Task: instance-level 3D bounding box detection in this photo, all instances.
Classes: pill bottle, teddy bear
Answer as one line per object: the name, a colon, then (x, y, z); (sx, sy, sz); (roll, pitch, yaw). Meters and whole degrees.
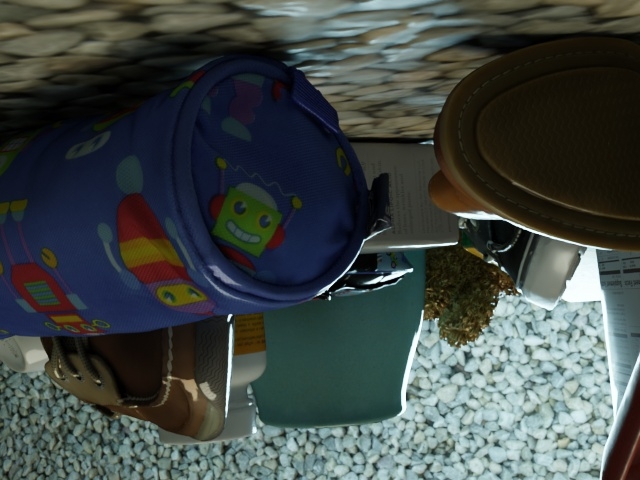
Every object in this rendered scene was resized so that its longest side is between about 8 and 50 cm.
pill bottle: (-0.127, 0.081, 1.145); (0.136, 0.245, 0.136); (-5, 177, 0)
teddy bear: (0.161, 0.043, 1.489); (0.338, 0.113, 0.245); (-11, -145, 38)

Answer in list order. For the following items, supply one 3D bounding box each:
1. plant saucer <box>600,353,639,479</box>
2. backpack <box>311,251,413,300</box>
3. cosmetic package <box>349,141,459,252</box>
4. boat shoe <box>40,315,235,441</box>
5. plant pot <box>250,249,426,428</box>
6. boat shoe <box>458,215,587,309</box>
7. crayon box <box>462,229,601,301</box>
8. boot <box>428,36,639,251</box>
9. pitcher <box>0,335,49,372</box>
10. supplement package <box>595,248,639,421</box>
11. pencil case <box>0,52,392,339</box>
plant saucer: (0.310, 0.065, 0.754); (0.259, 0.258, 0.048); (-10, -142, -26)
backpack: (0.000, 0.000, 1.055); (0.158, 0.116, 0.173); (-8, 175, 40)
cosmetic package: (-0.018, -0.028, 0.836); (0.231, 0.085, 0.117); (-4, 178, -35)
boat shoe: (-0.135, 0.073, 0.764); (0.116, 0.123, 0.324); (4, 172, -18)
plant pot: (0.004, 0.092, 1.357); (0.272, 0.255, 0.271); (-3, 180, 0)
boat shoe: (0.171, -0.016, 0.964); (0.119, 0.121, 0.335); (28, 178, 7)
crayon box: (0.300, -0.002, 1.255); (0.165, 0.081, 0.278); (-7, 161, 37)
boot: (0.129, -0.052, 0.653); (0.283, 0.109, 0.220); (-12, -175, -33)
pitcher: (-0.272, 0.050, 1.249); (0.207, 0.125, 0.178); (-39, -178, -35)
supplement package: (0.365, 0.035, 0.972); (0.199, 0.262, 0.198); (-6, 177, 0)
pencil case: (-0.111, -0.017, 0.591); (0.306, 0.133, 0.119); (-9, 133, 45)
